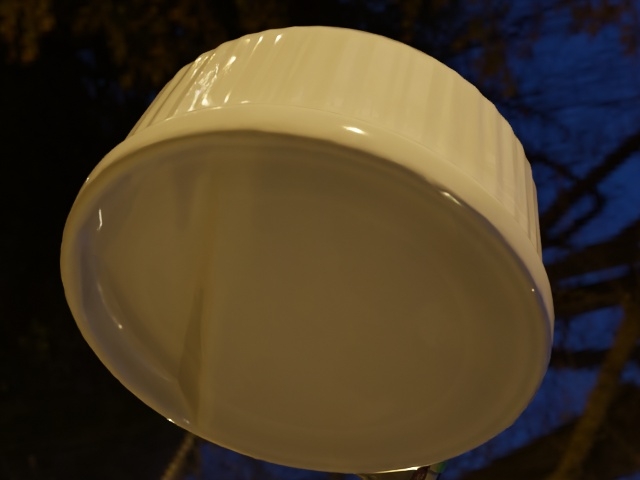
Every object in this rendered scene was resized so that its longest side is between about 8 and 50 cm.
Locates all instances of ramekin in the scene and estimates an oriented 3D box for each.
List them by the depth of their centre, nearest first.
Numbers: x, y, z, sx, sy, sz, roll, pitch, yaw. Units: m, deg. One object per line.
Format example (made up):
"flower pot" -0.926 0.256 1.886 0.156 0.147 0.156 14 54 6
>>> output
"ramekin" 0.000 0.000 0.974 0.273 0.272 0.127 99 4 -46

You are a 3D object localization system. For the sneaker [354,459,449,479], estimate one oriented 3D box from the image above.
"sneaker" 0.094 0.146 1.579 0.224 0.098 0.083 -63 180 22
